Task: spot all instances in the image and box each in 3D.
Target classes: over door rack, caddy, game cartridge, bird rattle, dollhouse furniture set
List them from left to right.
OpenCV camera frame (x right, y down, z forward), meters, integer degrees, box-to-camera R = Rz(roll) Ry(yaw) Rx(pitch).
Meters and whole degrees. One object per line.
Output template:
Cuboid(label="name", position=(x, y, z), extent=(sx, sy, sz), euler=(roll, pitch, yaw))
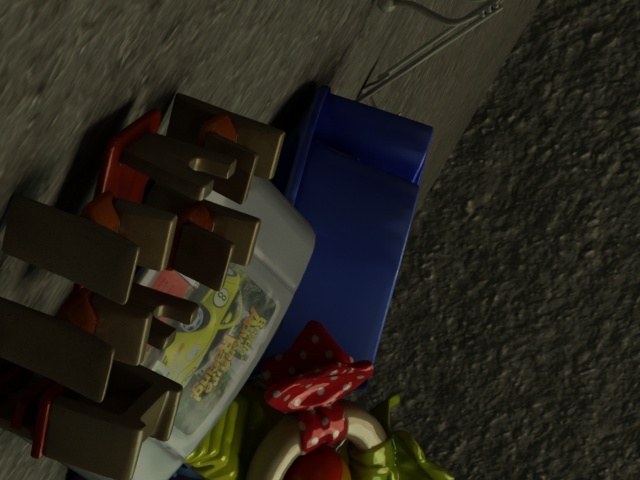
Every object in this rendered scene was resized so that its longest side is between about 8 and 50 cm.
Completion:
Cuboid(label="dollhouse furniture set", position=(-0.157, 0.032, 1.194), extent=(0.262, 0.135, 0.259), euler=(-46, 155, -62))
Cuboid(label="game cartridge", position=(-0.122, 0.071, 1.403), extent=(0.294, 0.060, 0.196), euler=(-57, 146, -10))
Cuboid(label="caddy", position=(0.000, 0.000, 1.794), extent=(0.241, 0.179, 0.341), euler=(-74, 178, -52))
Cuboid(label="bird rattle", position=(0.010, 0.218, 1.680), extent=(0.207, 0.143, 0.253), euler=(-54, 140, -4))
Cuboid(label="over door rack", position=(0.110, -0.237, 1.916), extent=(0.324, 0.108, 0.239), euler=(-45, 180, 29))

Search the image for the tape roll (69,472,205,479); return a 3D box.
Cuboid(label="tape roll", position=(-0.174, 0.287, 1.785), extent=(0.080, 0.189, 0.189), euler=(-55, 173, -30))

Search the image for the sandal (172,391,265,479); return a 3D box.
Cuboid(label="sandal", position=(-0.159, 0.159, 1.598), extent=(0.317, 0.138, 0.126), euler=(66, 35, -58))

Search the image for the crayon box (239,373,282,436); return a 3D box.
Cuboid(label="crayon box", position=(-0.087, 0.186, 1.886), extent=(0.083, 0.203, 0.323), euler=(-59, 173, 6))

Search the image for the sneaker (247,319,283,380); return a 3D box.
Cuboid(label="sneaker", position=(-0.089, 0.046, 1.599), extent=(0.111, 0.121, 0.300), euler=(-56, 173, -21))
